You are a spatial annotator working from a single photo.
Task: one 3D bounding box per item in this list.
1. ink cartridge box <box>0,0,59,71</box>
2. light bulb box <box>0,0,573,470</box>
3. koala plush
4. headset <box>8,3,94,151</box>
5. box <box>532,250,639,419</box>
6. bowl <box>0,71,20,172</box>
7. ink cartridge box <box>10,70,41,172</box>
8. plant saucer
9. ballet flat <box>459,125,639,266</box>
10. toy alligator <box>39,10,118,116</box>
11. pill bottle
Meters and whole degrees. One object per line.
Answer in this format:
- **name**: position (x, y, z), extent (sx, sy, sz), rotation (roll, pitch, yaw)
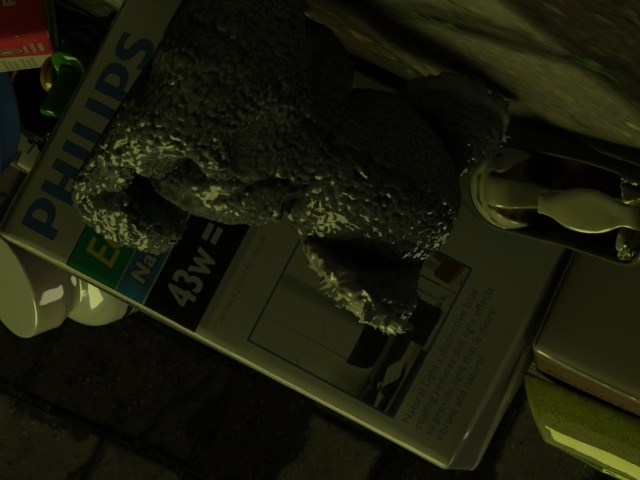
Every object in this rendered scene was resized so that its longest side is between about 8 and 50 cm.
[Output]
- **ink cartridge box**: position (-0.327, -0.176, 1.523), extent (0.237, 0.100, 0.172), rotation (-8, 179, -5)
- **light bulb box**: position (0.000, 0.000, 1.520), extent (0.361, 0.225, 0.358), rotation (28, 177, 9)
- **koala plush**: position (-0.008, -0.055, 1.197), extent (0.221, 0.196, 0.203), rotation (32, 166, -7)
- **headset**: position (-0.309, -0.145, 2.023), extent (0.243, 0.185, 0.394), rotation (30, 164, -32)
- **box**: position (0.248, 0.070, 1.504), extent (0.148, 0.121, 0.311), rotation (25, 176, 11)
- **bowl**: position (-0.442, -0.193, 1.897), extent (0.391, 0.077, 0.391), rotation (32, 149, 22)
- **ink cartridge box**: position (-0.289, -0.136, 2.257), extent (0.203, 0.148, 0.086), rotation (23, 175, 46)
- **plant saucer**: position (0.263, 0.176, 1.579), extent (0.188, 0.045, 0.188), rotation (23, 175, 31)
- **ballet flat**: position (0.145, -0.030, 1.235), extent (0.068, 0.072, 0.213), rotation (-4, -166, -42)
- **toy alligator**: position (-0.162, -0.153, 1.534), extent (0.056, 0.051, 0.190), rotation (11, -148, 25)
- **pill bottle**: position (-0.210, -0.010, 2.118), extent (0.169, 0.301, 0.169), rotation (36, 138, 40)
